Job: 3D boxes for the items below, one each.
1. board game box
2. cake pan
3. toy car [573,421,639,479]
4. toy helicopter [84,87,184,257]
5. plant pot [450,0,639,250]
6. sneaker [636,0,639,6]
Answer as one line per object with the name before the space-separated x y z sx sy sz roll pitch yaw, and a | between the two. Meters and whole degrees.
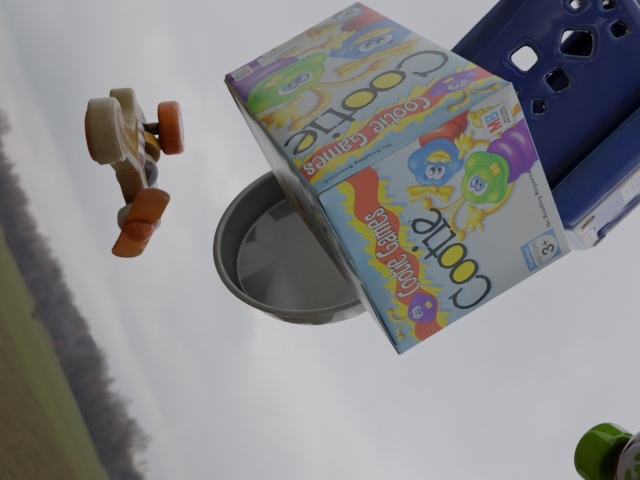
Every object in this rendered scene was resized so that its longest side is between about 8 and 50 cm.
board game box | 0.044 -0.066 0.677 0.144 0.142 0.275 62 -4 -31
cake pan | 0.000 0.000 1.202 0.293 0.293 0.054 50 -16 41
toy car | 0.268 0.108 0.602 0.155 0.148 0.188 -146 -138 -63
toy helicopter | -0.270 -0.103 1.214 0.355 0.140 0.235 112 -27 -84
plant pot | 0.263 -0.128 0.924 0.212 0.236 0.236 50 11 21
sneaker | 0.559 -0.387 1.607 0.130 0.322 0.236 -31 -115 32
